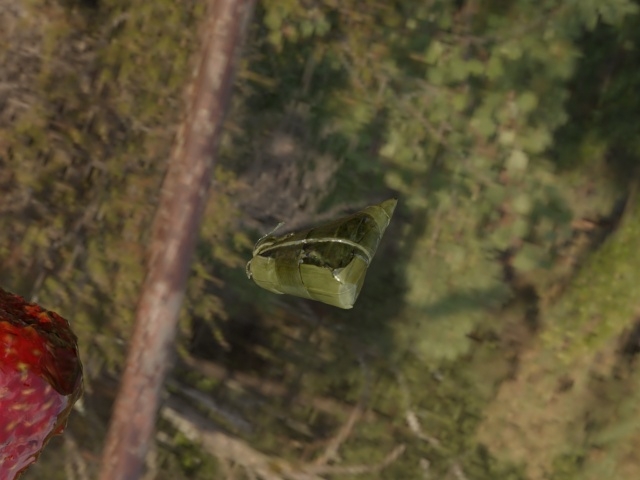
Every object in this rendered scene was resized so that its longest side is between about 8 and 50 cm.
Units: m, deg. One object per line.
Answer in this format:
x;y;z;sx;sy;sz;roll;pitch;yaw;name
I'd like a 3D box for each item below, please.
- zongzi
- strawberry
0.000;0.000;1.168;0.119;0.109;0.055;-62;148;-33;zongzi
-0.317;0.102;0.933;0.238;0.289;0.250;67;25;-58;strawberry
